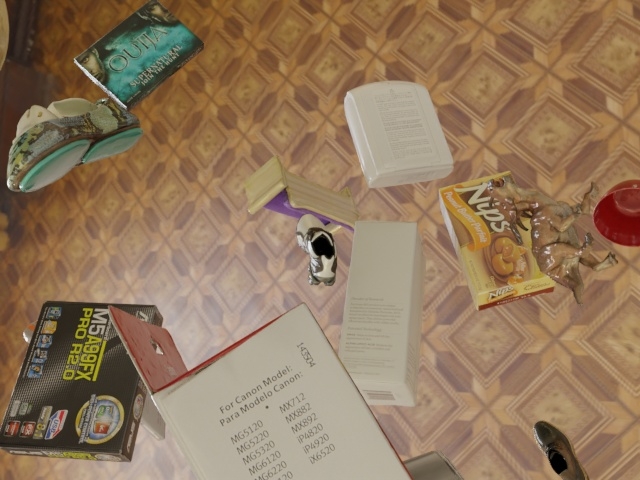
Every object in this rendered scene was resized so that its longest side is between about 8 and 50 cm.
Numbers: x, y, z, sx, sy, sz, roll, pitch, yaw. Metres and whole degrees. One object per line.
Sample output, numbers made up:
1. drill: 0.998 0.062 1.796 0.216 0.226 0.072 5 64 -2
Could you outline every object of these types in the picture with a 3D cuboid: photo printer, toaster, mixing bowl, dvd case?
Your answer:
1. photo printer: 0.211 -0.309 1.840 0.107 0.256 0.307 120 137 -64
2. toaster: 0.245 0.572 1.481 0.227 0.146 0.129 -136 31 -63
3. mixing bowl: 0.774 -0.083 1.618 0.181 0.181 0.098 -7 37 33
4. dvd case: -0.424 0.327 1.517 0.022 0.253 0.180 -18 45 7

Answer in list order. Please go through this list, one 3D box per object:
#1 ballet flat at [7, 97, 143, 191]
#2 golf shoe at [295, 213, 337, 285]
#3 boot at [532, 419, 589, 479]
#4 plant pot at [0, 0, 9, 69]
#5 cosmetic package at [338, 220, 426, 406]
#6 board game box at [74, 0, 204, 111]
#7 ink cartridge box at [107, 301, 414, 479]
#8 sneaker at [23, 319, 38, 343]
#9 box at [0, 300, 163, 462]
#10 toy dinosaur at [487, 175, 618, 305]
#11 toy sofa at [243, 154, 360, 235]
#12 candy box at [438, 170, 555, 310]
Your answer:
1. ballet flat: -0.228 -0.092 0.579 0.070 0.188 0.070 3 107 10
2. golf shoe: 0.000 0.000 1.375 0.094 0.077 0.198 104 156 -44
3. boot: 0.571 0.505 1.605 0.077 0.137 0.198 -43 39 8
4. plant pot: -0.422 -0.244 0.647 0.032 0.236 0.236 -7 77 29
5. cosmetic package: 0.150 0.167 1.516 0.156 0.217 0.385 0 62 15
6. board game box: -0.313 -0.325 1.143 0.126 0.026 0.186 42 71 3
7. ink cartridge box: -0.044 0.157 0.588 0.130 0.309 0.272 -30 84 -11
8. sneaker: -0.500 0.279 1.388 0.321 0.124 0.180 20 130 46
9. box: -0.411 0.239 1.146 0.216 0.060 0.270 2 58 7
10. toy dinosaur: 0.464 -0.002 1.328 0.200 0.127 0.296 -24 70 43
11. toy sofa: -0.045 -0.100 1.988 0.150 0.362 0.177 -35 57 30
12. candy box: 0.412 -0.006 1.559 0.183 0.087 0.316 -14 54 3
